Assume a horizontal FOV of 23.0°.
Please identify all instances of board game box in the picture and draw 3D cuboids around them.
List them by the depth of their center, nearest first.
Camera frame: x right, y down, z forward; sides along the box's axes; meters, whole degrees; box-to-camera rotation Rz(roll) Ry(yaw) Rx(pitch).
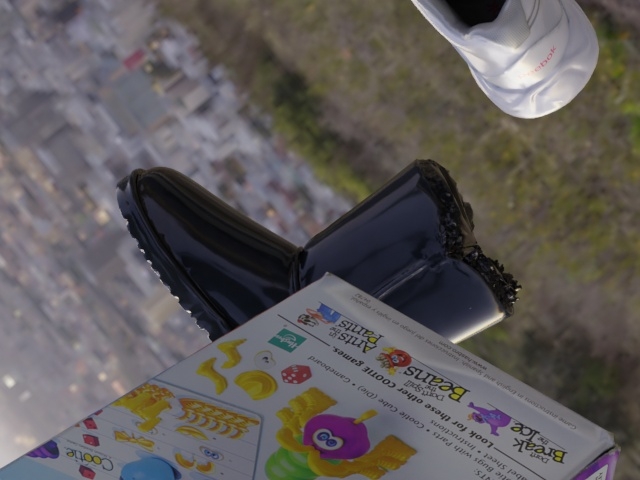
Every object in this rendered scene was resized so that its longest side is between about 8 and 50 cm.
[{"bbox_3d":[-0.042,0.151,0.541,0.144,0.275,0.142,30,132,33],"label":"board game box"}]

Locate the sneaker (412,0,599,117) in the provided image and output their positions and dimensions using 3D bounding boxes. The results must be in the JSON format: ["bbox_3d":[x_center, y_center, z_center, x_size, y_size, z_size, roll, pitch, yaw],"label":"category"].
[{"bbox_3d":[0.069,-0.179,0.900,0.232,0.090,0.115,51,-172,30],"label":"sneaker"}]

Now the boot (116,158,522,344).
[{"bbox_3d":[0.000,0.000,1.131,0.246,0.207,0.094,53,-166,1],"label":"boot"}]
